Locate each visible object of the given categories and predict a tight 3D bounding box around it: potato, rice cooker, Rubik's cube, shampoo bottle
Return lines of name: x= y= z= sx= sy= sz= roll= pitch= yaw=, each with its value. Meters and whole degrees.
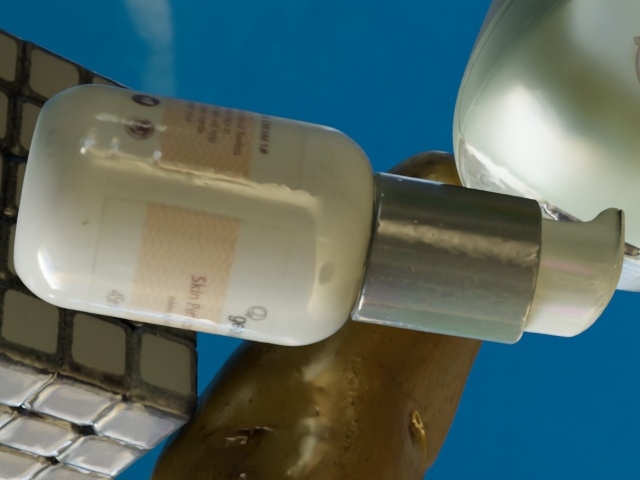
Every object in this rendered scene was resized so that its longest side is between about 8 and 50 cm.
potato: x=0.006 y=0.101 z=1.194 sx=0.369 sy=0.176 sz=0.195 roll=-60 pitch=-43 yaw=-31
rice cooker: x=0.131 y=-0.073 z=0.675 sx=0.206 sy=0.145 sz=0.127 roll=-56 pitch=13 yaw=39
Rubik's cube: x=-0.227 y=0.028 z=1.185 sx=0.238 sy=0.237 sz=0.237 roll=21 pitch=-42 yaw=-31
shampoo bottle: x=0.000 y=0.000 z=0.626 sx=0.074 sy=0.192 sz=0.074 roll=-169 pitch=90 yaw=-84
